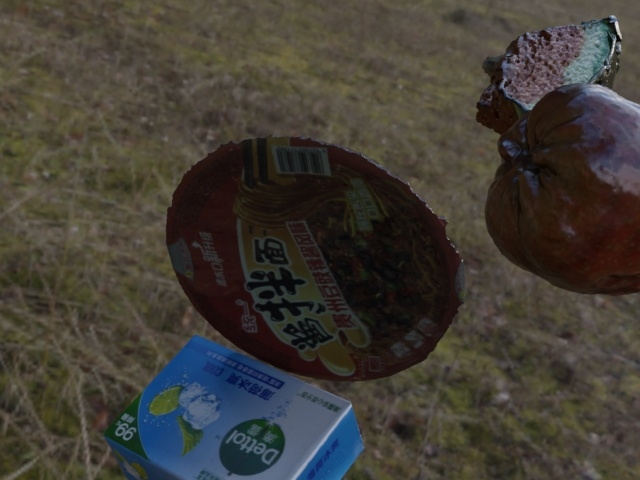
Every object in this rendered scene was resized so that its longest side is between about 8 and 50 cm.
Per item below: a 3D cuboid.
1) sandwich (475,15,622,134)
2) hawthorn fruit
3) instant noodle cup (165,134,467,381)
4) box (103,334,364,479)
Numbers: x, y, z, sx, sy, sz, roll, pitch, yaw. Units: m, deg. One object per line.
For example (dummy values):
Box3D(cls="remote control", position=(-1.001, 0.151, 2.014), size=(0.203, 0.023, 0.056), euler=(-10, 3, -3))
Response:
Box3D(cls="sandwich", position=(0.342, -0.228, 1.466), size=(0.212, 0.109, 0.292), euler=(1, 40, 20))
Box3D(cls="hawthorn fruit", position=(0.321, -0.051, 1.130), size=(0.262, 0.258, 0.258), euler=(50, 6, -26))
Box3D(cls="instant noodle cup", position=(0.000, 0.000, 0.871), size=(0.274, 0.274, 0.091), euler=(18, 41, 5))
Box3D(cls="box", position=(-0.080, 0.184, 0.888), size=(0.194, 0.073, 0.139), euler=(18, 50, 32))
